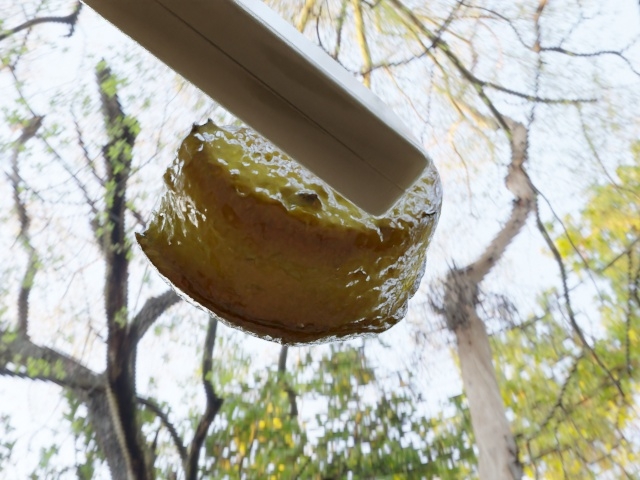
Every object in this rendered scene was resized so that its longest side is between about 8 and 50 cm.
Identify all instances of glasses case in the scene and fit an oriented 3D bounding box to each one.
[{"bbox_3d":[-0.059,-0.151,1.006,0.336,0.144,0.076,36,-77,-27],"label":"glasses case"}]

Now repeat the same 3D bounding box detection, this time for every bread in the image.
[{"bbox_3d":[0.000,0.000,1.247,0.340,0.179,0.194,0,-52,-31],"label":"bread"}]
